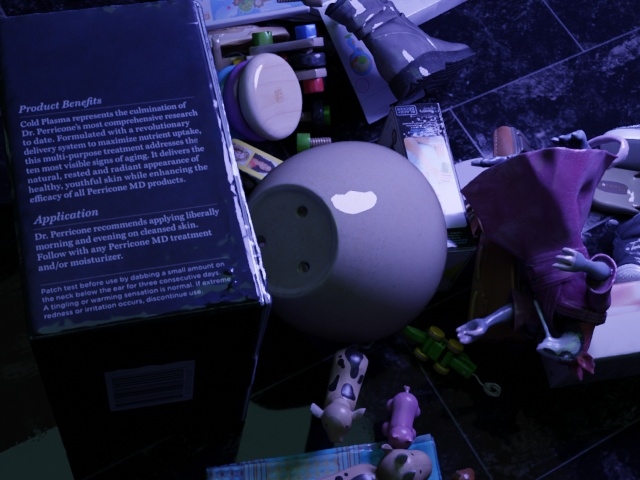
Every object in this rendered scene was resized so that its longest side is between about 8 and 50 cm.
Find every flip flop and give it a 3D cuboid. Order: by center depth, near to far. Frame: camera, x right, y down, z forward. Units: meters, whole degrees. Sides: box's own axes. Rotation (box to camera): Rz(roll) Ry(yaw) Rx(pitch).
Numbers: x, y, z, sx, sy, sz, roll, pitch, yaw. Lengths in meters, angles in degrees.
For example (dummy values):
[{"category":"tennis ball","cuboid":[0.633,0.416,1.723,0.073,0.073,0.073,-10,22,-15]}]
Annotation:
[{"category":"flip flop","cuboid":[0.617,-0.099,1.890,0.277,0.080,0.112,8,62,-4]}]

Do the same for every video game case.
[{"category":"video game case","cuboid":[-0.140,-0.500,1.927,0.212,0.023,0.193,-10,76,-2]}]

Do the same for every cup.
[{"category":"cup","cuboid":[0.000,0.000,1.569,0.331,0.237,0.331,-1,88,25]}]

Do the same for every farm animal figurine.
[{"category":"farm animal figurine","cuboid":[0.062,0.335,1.485,0.327,0.172,0.330,-36,71,-22]}]

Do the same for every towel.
[{"category":"towel","cuboid":[0.025,0.445,1.541,0.370,0.040,0.271,-5,63,-11]}]

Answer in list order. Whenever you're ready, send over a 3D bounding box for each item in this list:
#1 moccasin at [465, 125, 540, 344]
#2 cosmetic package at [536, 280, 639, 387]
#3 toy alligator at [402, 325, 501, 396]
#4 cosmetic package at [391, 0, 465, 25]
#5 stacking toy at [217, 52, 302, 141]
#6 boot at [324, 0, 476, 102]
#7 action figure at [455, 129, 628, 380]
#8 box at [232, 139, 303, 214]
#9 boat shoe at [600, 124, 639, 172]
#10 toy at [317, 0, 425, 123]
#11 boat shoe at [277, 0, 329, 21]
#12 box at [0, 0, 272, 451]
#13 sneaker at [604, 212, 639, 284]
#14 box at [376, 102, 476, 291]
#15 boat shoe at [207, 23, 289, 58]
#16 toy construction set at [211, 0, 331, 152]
[{"category":"moccasin","cuboid":[0.304,-0.010,1.750,0.147,0.139,0.380,-3,80,32]},{"category":"cosmetic package","cuboid":[0.525,0.148,1.709,0.296,0.153,0.129,-6,65,-13]},{"category":"toy alligator","cuboid":[0.220,0.193,1.697,0.190,0.056,0.051,34,22,10]},{"category":"cosmetic package","cuboid":[0.212,-0.499,2.051,0.239,0.060,0.099,-30,72,-22]},{"category":"stacking toy","cuboid":[-0.198,-0.220,1.732,0.330,0.141,0.141,-5,54,36]},{"category":"boot","cuboid":[0.150,-0.376,1.842,0.222,0.118,0.338,51,23,5]},{"category":"action figure","cuboid":[0.361,0.035,1.595,0.276,0.248,0.370,-10,82,-43]},{"category":"box","cuboid":[-0.084,-0.097,1.783,0.232,0.087,0.058,25,60,6]},{"category":"boat shoe","cuboid":[0.664,-0.192,1.933,0.301,0.108,0.102,3,62,-10]},{"category":"toy","cuboid":[0.090,-0.354,1.935,0.137,0.056,0.237,-29,105,-20]},{"category":"boat shoe","cuboid":[-0.033,-0.464,1.981,0.268,0.088,0.096,0,80,-2]},{"category":"box","cuboid":[-0.275,-0.004,1.480,0.297,0.480,0.471,-7,64,-12]},{"category":"sneaker","cuboid":[0.639,0.009,1.824,0.269,0.101,0.153,-2,66,-7]},{"category":"box","cuboid":[0.173,-0.071,1.762,0.087,0.169,0.290,-4,62,-13]},{"category":"boat shoe","cuboid":[-0.145,-0.389,1.938,0.170,0.063,0.059,-11,71,-13]},{"category":"toy construction set","cuboid":[-0.108,-0.342,1.797,0.237,0.308,0.257,-3,36,2]}]
